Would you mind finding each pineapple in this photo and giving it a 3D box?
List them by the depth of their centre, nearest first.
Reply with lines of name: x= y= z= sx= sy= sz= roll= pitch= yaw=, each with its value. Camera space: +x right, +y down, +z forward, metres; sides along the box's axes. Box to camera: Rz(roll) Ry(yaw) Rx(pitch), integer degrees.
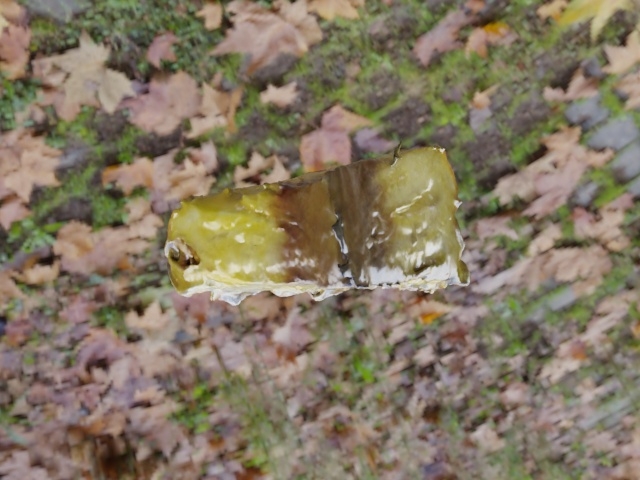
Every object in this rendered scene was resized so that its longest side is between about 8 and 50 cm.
pineapple: x=0.000 y=0.000 z=0.463 sx=0.137 sy=0.069 sz=0.116 roll=-12 pitch=180 yaw=-4
